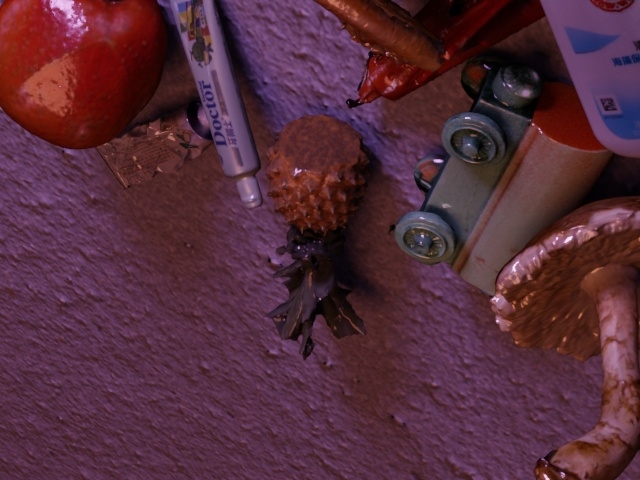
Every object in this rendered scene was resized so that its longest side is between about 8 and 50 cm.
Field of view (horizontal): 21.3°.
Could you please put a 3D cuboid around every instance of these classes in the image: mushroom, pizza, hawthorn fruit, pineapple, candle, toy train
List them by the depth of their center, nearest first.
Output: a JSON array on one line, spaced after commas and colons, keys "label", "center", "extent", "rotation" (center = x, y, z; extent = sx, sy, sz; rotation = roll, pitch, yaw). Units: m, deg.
[{"label": "pizza", "center": [0.027, -0.221, 1.588], "extent": [0.185, 0.195, 0.052], "rotation": [33, 102, -17]}, {"label": "mushroom", "center": [0.274, 0.110, 1.621], "extent": [0.233, 0.301, 0.208], "rotation": [12, 171, -21]}, {"label": "candle", "center": [0.116, -0.191, 1.632], "extent": [0.084, 0.059, 0.302], "rotation": [53, 140, -2]}, {"label": "toy train", "center": [0.184, -0.057, 1.680], "extent": [0.177, 0.116, 0.285], "rotation": [23, 139, 0]}, {"label": "hawthorn fruit", "center": [-0.247, -0.216, 1.792], "extent": [0.196, 0.196, 0.225], "rotation": [39, 135, 0]}, {"label": "pineapple", "center": [0.000, 0.000, 1.853], "extent": [0.130, 0.119, 0.277], "rotation": [28, 141, 23]}]

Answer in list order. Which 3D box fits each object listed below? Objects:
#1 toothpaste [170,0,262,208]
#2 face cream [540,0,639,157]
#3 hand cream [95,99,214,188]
[{"label": "toothpaste", "center": [-0.106, -0.156, 1.800], "extent": [0.067, 0.037, 0.255], "rotation": [-10, 98, 48]}, {"label": "face cream", "center": [0.263, -0.228, 1.462], "extent": [0.163, 0.080, 0.336], "rotation": [-8, 123, 32]}, {"label": "hand cream", "center": [-0.184, -0.113, 1.950], "extent": [0.257, 0.050, 0.084], "rotation": [-17, 119, 49]}]
